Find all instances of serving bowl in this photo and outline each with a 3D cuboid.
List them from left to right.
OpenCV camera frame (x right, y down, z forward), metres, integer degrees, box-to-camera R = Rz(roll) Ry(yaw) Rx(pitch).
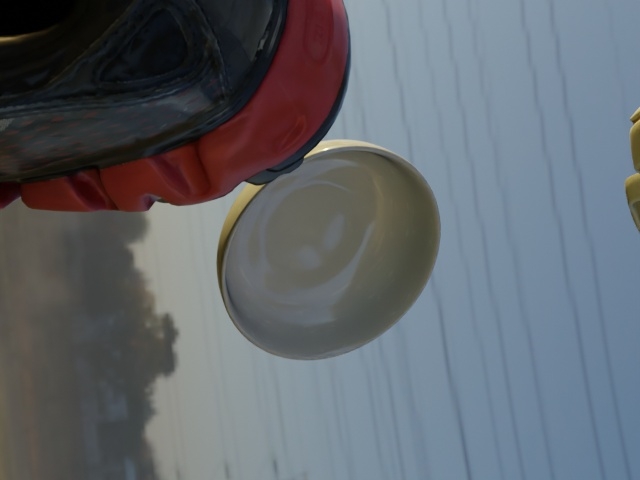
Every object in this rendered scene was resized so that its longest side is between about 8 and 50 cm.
[{"bbox_3d":[0.000,0.000,0.458,0.027,0.083,0.083,-131,-145,-54],"label":"serving bowl"}]

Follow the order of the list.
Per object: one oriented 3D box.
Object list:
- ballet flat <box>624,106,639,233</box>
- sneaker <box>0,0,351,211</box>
[{"bbox_3d":[0.160,-0.029,0.532,0.206,0.067,0.073,65,19,-61],"label":"ballet flat"},{"bbox_3d":[-0.136,-0.048,0.368,0.135,0.276,0.098,50,28,-59],"label":"sneaker"}]
